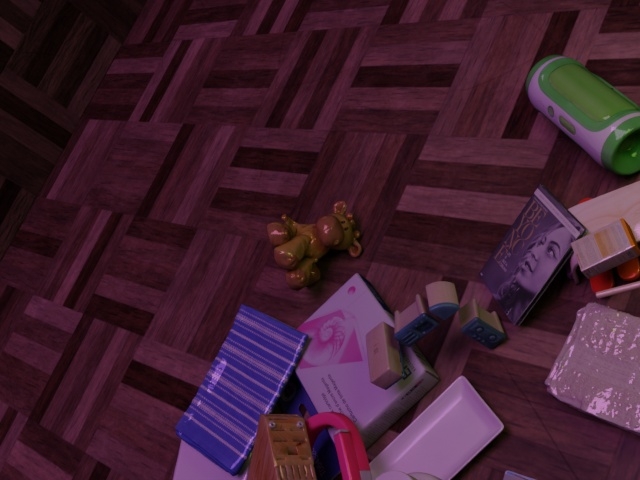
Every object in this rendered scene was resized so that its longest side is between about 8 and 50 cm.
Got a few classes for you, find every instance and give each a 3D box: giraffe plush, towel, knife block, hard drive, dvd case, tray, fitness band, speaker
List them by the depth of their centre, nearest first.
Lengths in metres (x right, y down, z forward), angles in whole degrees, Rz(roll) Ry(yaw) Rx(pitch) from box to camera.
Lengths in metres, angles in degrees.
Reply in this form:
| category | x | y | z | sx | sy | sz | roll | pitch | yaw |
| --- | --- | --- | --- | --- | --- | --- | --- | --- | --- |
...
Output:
| category | x | y | z | sx | sy | sz | roll | pitch | yaw |
| --- | --- | --- | --- | --- | --- | --- | --- | --- | --- |
| towel | 0.514 | 0.216 | 1.400 | 0.282 | 0.049 | 0.187 | 18 | 76 | 47 |
| tray | 0.208 | 0.388 | 1.576 | 0.270 | 0.030 | 0.145 | -46 | 42 | 8 |
| dvd case | 0.389 | 0.026 | 1.602 | 0.221 | 0.018 | 0.164 | -59 | 30 | 22 |
| fitness band | 0.015 | 0.467 | 1.619 | 0.209 | 0.054 | 0.291 | -45 | 45 | 41 |
| speaker | 0.520 | -0.248 | 1.660 | 0.131 | 0.131 | 0.296 | -43 | 42 | 11 |
| knife block | -0.099 | 0.505 | 1.665 | 0.242 | 0.088 | 0.275 | -49 | 44 | 41 |
| hard drive | -0.238 | 0.555 | 1.857 | 0.233 | 0.047 | 0.353 | -15 | 54 | 36 |
| towel | -0.179 | 0.319 | 1.888 | 0.243 | 0.040 | 0.336 | 20 | 80 | 48 |
| giraffe plush | 0.000 | 0.000 | 1.967 | 0.170 | 0.181 | 0.210 | -21 | 15 | 18 |

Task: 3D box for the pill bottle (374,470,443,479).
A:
| category | x | y | z | sx | sy | sz | roll | pitch | yaw |
| --- | --- | --- | --- | --- | --- | --- | --- | --- | --- |
| pill bottle | 0.179 | 0.455 | 1.391 | 0.136 | 0.246 | 0.136 | -23 | 49 | 29 |

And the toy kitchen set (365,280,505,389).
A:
| category | x | y | z | sx | sy | sz | roll | pitch | yaw |
| --- | --- | --- | --- | --- | --- | --- | --- | --- | --- |
| toy kitchen set | 0.217 | 0.201 | 1.612 | 0.207 | 0.166 | 0.122 | -42 | 30 | 30 |

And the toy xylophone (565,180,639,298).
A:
| category | x | y | z | sx | sy | sz | roll | pitch | yaw |
| --- | --- | --- | --- | --- | --- | --- | --- | --- | --- |
| toy xylophone | 0.559 | -0.007 | 1.487 | 0.323 | 0.081 | 0.236 | -15 | 54 | 35 |

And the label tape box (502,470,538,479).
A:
| category | x | y | z | sx | sy | sz | roll | pitch | yaw |
| --- | --- | --- | --- | --- | --- | --- | --- | --- | --- |
| label tape box | 0.299 | 0.536 | 1.220 | 0.115 | 0.249 | 0.347 | 13 | 72 | 46 |

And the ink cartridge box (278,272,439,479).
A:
| category | x | y | z | sx | sy | sz | roll | pitch | yaw |
| --- | --- | --- | --- | --- | --- | --- | --- | --- | --- |
| ink cartridge box | 0.041 | 0.280 | 1.778 | 0.330 | 0.071 | 0.324 | -44 | 42 | 8 |

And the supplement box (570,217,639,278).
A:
| category | x | y | z | sx | sy | sz | roll | pitch | yaw |
| --- | --- | --- | --- | --- | --- | --- | --- | --- | --- |
| supplement box | 0.482 | 0.014 | 1.454 | 0.098 | 0.036 | 0.062 | -29 | 48 | 25 |
